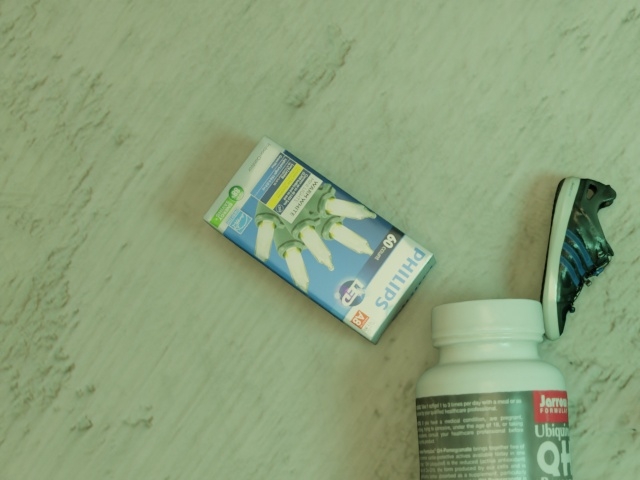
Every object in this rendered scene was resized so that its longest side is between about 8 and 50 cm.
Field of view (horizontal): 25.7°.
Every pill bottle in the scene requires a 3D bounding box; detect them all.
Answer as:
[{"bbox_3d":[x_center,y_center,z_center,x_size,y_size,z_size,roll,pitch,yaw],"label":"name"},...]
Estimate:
[{"bbox_3d":[0.199,0.232,1.616,0.176,0.176,0.318,-4,81,8],"label":"pill bottle"}]

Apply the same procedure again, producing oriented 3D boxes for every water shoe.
[{"bbox_3d":[0.311,0.023,1.684,0.080,0.073,0.203,8,83,8],"label":"water shoe"}]

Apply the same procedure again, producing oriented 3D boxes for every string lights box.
[{"bbox_3d":[0.000,0.000,1.734,0.260,0.077,0.133,35,87,12],"label":"string lights box"}]
